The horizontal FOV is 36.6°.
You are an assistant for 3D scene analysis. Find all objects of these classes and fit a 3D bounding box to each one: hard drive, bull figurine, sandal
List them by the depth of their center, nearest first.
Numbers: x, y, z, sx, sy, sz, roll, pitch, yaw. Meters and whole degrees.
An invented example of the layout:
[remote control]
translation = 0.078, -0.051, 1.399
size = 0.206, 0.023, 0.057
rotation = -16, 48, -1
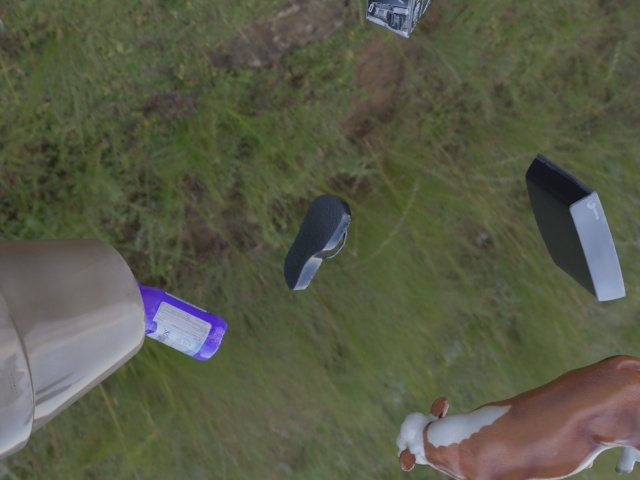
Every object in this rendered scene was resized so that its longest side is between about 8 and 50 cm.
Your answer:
[bull figurine]
translation = 0.234, 0.228, 1.053
size = 0.310, 0.101, 0.188
rotation = -26, 114, 26
[hard drive]
translation = 0.432, -0.015, 1.654
size = 0.054, 0.172, 0.254
rotation = -34, 129, -6
[sandal]
translation = 0.000, 0.000, 1.717
size = 0.055, 0.097, 0.254
rotation = -1, 151, -24

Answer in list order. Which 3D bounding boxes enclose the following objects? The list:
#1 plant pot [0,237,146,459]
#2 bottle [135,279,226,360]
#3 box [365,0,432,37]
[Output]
[plant pot]
translation = -0.416, 0.123, 1.379
size = 0.280, 0.323, 0.323
rotation = -20, 144, -38
[bottle]
translation = -0.340, 0.154, 2.018
size = 0.283, 0.092, 0.118
rotation = 27, 151, -12
[box]
translation = 0.158, -0.466, 1.322
size = 0.242, 0.077, 0.307
rotation = -58, 167, -22
